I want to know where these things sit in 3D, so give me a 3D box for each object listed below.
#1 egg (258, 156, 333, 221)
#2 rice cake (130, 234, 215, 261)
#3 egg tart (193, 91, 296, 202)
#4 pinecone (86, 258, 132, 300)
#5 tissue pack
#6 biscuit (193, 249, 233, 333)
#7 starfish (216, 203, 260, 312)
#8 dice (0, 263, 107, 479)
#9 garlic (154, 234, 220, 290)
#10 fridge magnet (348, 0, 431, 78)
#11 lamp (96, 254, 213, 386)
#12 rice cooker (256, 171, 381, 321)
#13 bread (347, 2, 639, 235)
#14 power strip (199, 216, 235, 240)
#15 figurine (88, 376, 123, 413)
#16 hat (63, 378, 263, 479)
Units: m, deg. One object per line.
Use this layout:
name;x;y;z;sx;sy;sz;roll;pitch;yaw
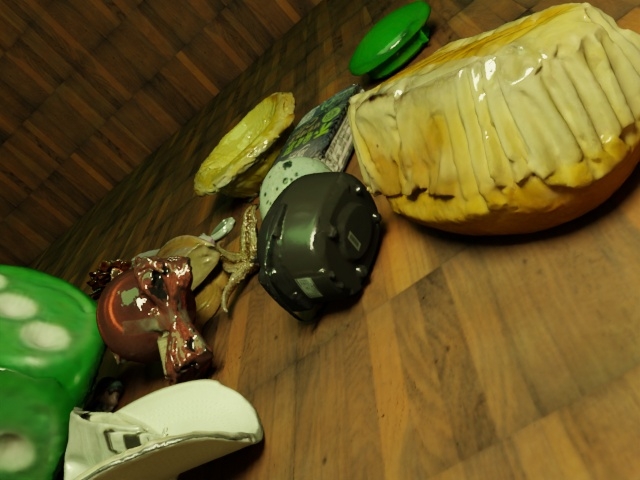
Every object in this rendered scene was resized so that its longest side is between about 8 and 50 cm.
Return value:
egg;-0.032;-0.056;0.935;0.131;0.131;0.164;-34;22;24
rice cake;-0.338;0.048;1.363;0.365;0.056;0.073;-14;33;51
egg tart;-0.145;-0.191;1.365;0.315;0.120;0.315;-37;25;21
pinecone;-0.436;0.108;1.338;0.140;0.140;0.121;-31;55;29
tissue pack;-0.003;-0.183;1.175;0.173;0.073;0.235;-23;32;41
biscuit;-0.223;0.114;1.100;0.144;0.040;0.236;-34;23;36
starfish;-0.121;0.030;1.044;0.213;0.057;0.238;-13;45;41
dice;-0.517;0.223;0.981;0.297;0.300;0.287;-119;49;-67
garlic;-0.258;0.061;1.092;0.195;0.087;0.101;-47;30;6
fridge magnet;0.147;-0.416;1.296;0.208;0.088;0.208;-36;24;19
lamp;-0.258;0.123;0.939;0.151;0.215;0.223;-16;-7;-19
rice cooker;-0.001;0.001;0.785;0.118;0.142;0.203;-8;46;37
bread;0.174;-0.124;0.693;0.236;0.183;0.388;-33;15;-9
power strip;-0.219;-0.022;1.312;0.083;0.035;0.055;-44;23;-4
figurine;-0.372;0.282;1.050;0.060;0.047;0.106;108;-179;-58
hat;-0.202;0.277;0.694;0.301;0.168;0.258;-20;8;-1
